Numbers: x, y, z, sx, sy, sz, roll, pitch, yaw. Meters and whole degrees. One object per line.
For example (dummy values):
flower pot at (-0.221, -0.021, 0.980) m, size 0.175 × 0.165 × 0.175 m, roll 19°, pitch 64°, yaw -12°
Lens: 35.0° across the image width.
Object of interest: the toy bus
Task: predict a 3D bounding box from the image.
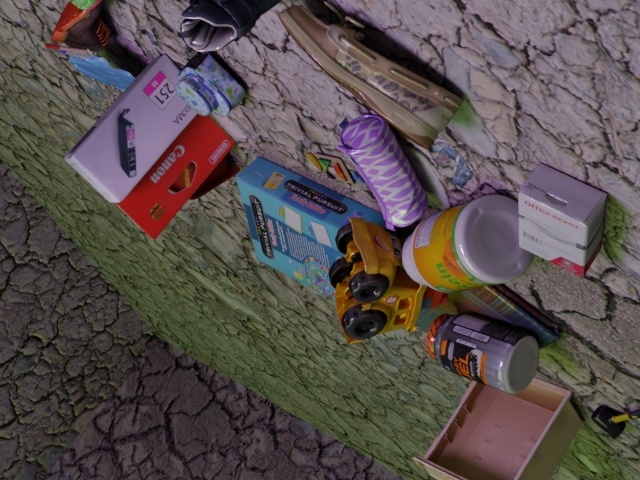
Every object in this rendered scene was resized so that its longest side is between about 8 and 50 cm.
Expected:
toy bus at (0.133, 0.068, 1.815) m, size 0.220 × 0.212 × 0.149 m, roll 97°, pitch 165°, yaw -46°

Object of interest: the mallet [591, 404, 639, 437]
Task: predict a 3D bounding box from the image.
mallet at (0.583, 0.335, 1.898) m, size 0.062 × 0.039 × 0.190 m, roll 42°, pitch 157°, yaw -8°

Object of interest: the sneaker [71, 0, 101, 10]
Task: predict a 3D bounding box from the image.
sneaker at (-0.349, -0.476, 1.470) m, size 0.202 × 0.185 × 0.483 m, roll 39°, pitch 160°, yaw -16°

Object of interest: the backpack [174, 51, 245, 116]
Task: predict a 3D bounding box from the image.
backpack at (-0.201, -0.272, 1.822) m, size 0.114 × 0.084 × 0.105 m, roll 40°, pitch 163°, yaw -15°

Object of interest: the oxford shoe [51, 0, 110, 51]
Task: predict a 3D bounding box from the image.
oxford shoe at (-0.437, -0.417, 1.931) m, size 0.098 × 0.096 × 0.271 m, roll 26°, pitch 172°, yaw -20°

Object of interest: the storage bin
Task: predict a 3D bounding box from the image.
storage bin at (0.364, 0.407, 2.102) m, size 0.260 × 0.262 × 0.123 m, roll 17°, pitch 155°, yaw 45°

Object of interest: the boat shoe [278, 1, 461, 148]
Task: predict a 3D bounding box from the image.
boat shoe at (0.066, -0.247, 1.431) m, size 0.285 × 0.089 × 0.104 m, roll 40°, pitch -173°, yaw 2°

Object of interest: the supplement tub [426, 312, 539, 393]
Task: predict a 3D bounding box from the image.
supplement tub at (0.296, 0.202, 1.873) m, size 0.190 × 0.117 × 0.117 m, roll 16°, pitch 151°, yaw 44°

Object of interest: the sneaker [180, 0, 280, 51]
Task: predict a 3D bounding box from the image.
sneaker at (-0.174, -0.365, 1.446) m, size 0.226 × 0.163 × 0.086 m, roll 32°, pitch 162°, yaw 21°

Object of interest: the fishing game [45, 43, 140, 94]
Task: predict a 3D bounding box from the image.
fishing game at (-0.414, -0.338, 2.044) m, size 0.189 × 0.041 × 0.264 m, roll 15°, pitch 171°, yaw 35°

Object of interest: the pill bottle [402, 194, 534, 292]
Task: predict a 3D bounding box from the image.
pill bottle at (0.227, 0.013, 1.632) m, size 0.136 × 0.136 × 0.246 m, roll 41°, pitch 161°, yaw -10°

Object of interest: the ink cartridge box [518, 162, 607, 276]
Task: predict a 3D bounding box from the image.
ink cartridge box at (0.343, -0.028, 1.445) m, size 0.109 × 0.063 × 0.150 m, roll 29°, pitch 159°, yaw 25°

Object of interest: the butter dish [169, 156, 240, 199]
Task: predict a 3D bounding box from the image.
butter dish at (-0.270, -0.179, 2.111) m, size 0.160 × 0.160 × 0.118 m, roll 28°, pitch 135°, yaw 27°

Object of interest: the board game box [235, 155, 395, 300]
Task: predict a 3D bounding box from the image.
board game box at (0.000, 0.000, 2.036) m, size 0.336 × 0.079 × 0.253 m, roll 27°, pitch 148°, yaw 29°

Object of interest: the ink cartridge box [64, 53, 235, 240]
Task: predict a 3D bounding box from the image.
ink cartridge box at (-0.311, -0.175, 1.946) m, size 0.239 × 0.275 × 0.060 m, roll 46°, pitch 159°, yaw -23°

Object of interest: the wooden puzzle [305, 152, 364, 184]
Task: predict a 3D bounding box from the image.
wooden puzzle at (0.024, -0.130, 1.855) m, size 0.116 × 0.014 × 0.078 m, roll 12°, pitch 149°, yaw 51°

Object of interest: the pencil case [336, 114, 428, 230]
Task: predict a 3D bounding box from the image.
pencil case at (0.103, -0.111, 1.646) m, size 0.086 × 0.088 × 0.206 m, roll 20°, pitch 155°, yaw 46°

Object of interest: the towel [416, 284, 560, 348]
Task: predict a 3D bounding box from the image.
towel at (0.289, 0.143, 1.976) m, size 0.271 × 0.040 × 0.370 m, roll 36°, pitch 159°, yaw 1°
